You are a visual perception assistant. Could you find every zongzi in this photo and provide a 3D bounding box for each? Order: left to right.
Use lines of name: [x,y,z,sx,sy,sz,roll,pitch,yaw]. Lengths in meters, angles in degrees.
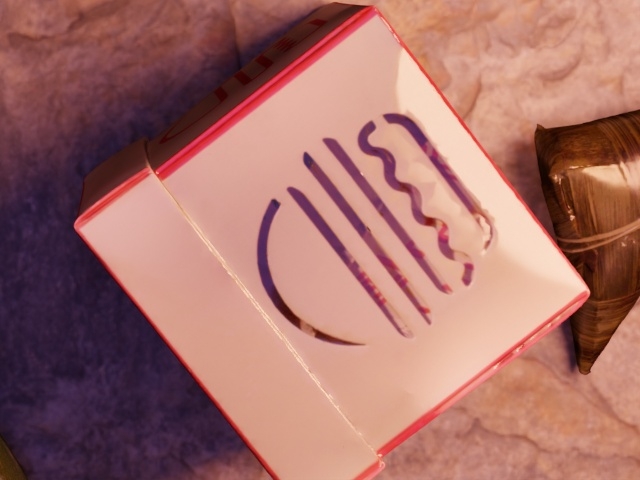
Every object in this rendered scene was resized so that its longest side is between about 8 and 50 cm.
zongzi: [0.329,-0.017,1.836,0.248,0.111,0.241,-16,116,-8]

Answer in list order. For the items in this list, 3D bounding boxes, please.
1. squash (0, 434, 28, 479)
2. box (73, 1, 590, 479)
squash: [-0.319,0.206,1.817,0.095,0.095,0.188,-38,102,1]
box: [0.000,0.000,1.699,0.300,0.312,0.314,-38,99,0]
